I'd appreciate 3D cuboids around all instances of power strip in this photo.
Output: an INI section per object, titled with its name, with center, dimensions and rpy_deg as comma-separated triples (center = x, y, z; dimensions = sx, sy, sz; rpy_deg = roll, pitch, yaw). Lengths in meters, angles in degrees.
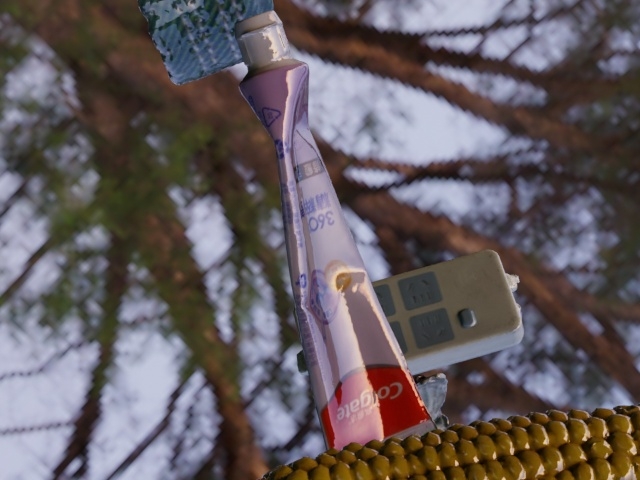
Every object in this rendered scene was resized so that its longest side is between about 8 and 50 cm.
[power strip]
center = 0.100, 0.094, 2.033
dimensions = 0.270, 0.046, 0.118
rpy_deg = -16, -129, 0

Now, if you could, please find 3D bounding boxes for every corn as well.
[corn]
center = 0.082, 0.157, 0.995
dimensions = 0.321, 0.119, 0.119
rpy_deg = -12, -163, -7

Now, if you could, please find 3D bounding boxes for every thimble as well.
[thimble]
center = -0.087, -0.182, 1.259
dimensions = 0.090, 0.135, 0.118
rpy_deg = -19, -149, 0

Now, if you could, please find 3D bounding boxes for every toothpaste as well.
[toothpaste]
center = 0.000, 0.000, 1.169
dimensions = 0.048, 0.301, 0.075
rpy_deg = -12, -173, 44

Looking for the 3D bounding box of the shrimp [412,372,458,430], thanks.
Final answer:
[shrimp]
center = 0.208, 0.298, 1.773
dimensions = 0.221, 0.410, 0.166
rpy_deg = -34, 151, -25
